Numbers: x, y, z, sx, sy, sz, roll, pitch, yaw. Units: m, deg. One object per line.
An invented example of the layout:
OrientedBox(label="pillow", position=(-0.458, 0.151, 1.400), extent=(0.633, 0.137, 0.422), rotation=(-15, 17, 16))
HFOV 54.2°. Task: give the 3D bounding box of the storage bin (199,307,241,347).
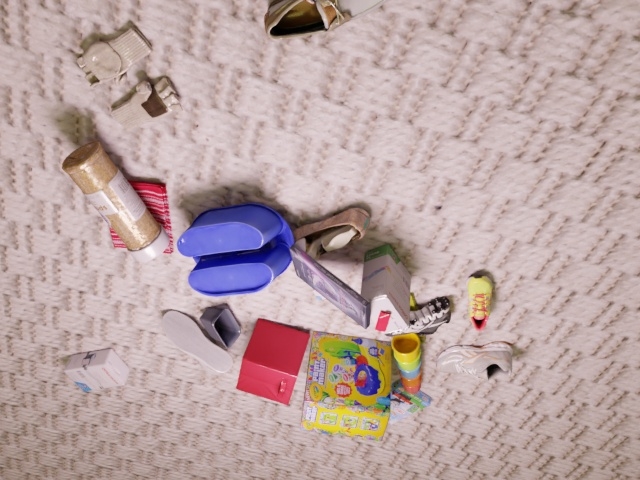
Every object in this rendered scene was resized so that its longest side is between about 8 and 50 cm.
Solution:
OrientedBox(label="storage bin", position=(-0.343, 0.284, 2.129), extent=(0.091, 0.098, 0.135), rotation=(12, 140, 35))

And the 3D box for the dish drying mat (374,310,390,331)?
OrientedBox(label="dish drying mat", position=(0.177, 0.231, 1.774), extent=(0.032, 0.008, 0.083), rotation=(11, 134, 1))

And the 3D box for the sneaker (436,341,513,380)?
OrientedBox(label="sneaker", position=(0.518, 0.421, 2.110), extent=(0.262, 0.121, 0.099), rotation=(-15, 128, 19))

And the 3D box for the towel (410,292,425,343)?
OrientedBox(label="towel", position=(0.278, 0.264, 2.068), extent=(0.102, 0.021, 0.237), rotation=(-9, 130, 14))

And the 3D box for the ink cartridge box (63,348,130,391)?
OrientedBox(label="ink cartridge box", position=(-0.847, 0.494, 2.379), extent=(0.190, 0.082, 0.140), rotation=(-12, 129, 16))

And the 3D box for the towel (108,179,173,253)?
OrientedBox(label="towel", position=(-0.546, -0.070, 1.869), extent=(0.198, 0.031, 0.275), rotation=(7, 132, 2))

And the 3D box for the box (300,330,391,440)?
OrientedBox(label="box", position=(0.088, 0.489, 2.113), extent=(0.278, 0.290, 0.177), rotation=(7, 132, -1))

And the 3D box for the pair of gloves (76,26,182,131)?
OrientedBox(label="pair of gloves", position=(-0.478, -0.392, 1.563), extent=(0.204, 0.042, 0.240), rotation=(-15, 127, 20))

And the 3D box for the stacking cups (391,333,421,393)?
OrientedBox(label="stacking cups", position=(0.302, 0.437, 2.152), extent=(0.095, 0.096, 0.316), rotation=(-3, 137, 10))

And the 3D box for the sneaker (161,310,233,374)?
OrientedBox(label="sneaker", position=(-0.441, 0.373, 2.198), extent=(0.292, 0.108, 0.169), rotation=(41, 157, 2))

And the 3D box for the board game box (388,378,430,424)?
OrientedBox(label="board game box", position=(0.285, 0.615, 2.370), extent=(0.160, 0.039, 0.211), rotation=(34, 128, -22))

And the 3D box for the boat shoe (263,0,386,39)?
OrientedBox(label="boat shoe", position=(0.020, -0.504, 1.356), extent=(0.302, 0.103, 0.113), rotation=(-16, 128, 20))

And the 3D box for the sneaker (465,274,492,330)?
OrientedBox(label="sneaker", position=(0.494, 0.195, 1.929), extent=(0.081, 0.094, 0.209), rotation=(-4, 130, 13))

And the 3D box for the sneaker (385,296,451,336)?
OrientedBox(label="sneaker", position=(0.316, 0.269, 2.002), extent=(0.234, 0.078, 0.106), rotation=(-24, 125, 5))

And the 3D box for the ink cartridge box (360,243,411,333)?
OrientedBox(label="ink cartridge box", position=(0.194, 0.143, 1.840), extent=(0.093, 0.213, 0.154), rotation=(-21, 127, 24))

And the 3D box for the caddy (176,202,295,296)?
OrientedBox(label="caddy", position=(-0.245, 0.023, 1.819), extent=(0.340, 0.179, 0.242), rotation=(-7, 109, 19))

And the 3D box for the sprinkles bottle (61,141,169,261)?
OrientedBox(label="sprinkles bottle", position=(-0.560, -0.101, 1.740), extent=(0.121, 0.121, 0.356), rotation=(-14, 128, 19))

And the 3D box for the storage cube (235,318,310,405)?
OrientedBox(label="storage cube", position=(-0.161, 0.413, 2.137), extent=(0.193, 0.215, 0.184), rotation=(17, 133, 1))

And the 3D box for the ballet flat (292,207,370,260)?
OrientedBox(label="ballet flat", position=(0.000, 0.000, 1.809), extent=(0.315, 0.106, 0.107), rotation=(-27, 123, 28))

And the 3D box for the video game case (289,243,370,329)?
OrientedBox(label="video game case", position=(0.029, 0.134, 1.781), extent=(0.274, 0.026, 0.196), rotation=(38, 162, 20))

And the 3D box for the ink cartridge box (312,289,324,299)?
OrientedBox(label="ink cartridge box", position=(0.023, 0.159, 2.001), extent=(0.083, 0.028, 0.048), rotation=(-13, 129, 19))
